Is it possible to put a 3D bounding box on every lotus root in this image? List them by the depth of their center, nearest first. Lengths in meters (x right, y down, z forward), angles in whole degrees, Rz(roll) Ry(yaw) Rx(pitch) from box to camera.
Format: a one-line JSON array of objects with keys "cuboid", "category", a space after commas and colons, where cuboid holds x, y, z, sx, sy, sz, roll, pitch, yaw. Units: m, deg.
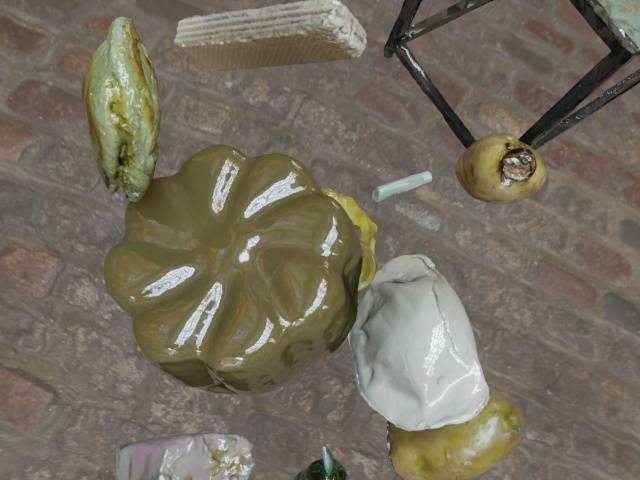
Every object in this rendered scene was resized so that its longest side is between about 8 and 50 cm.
[{"cuboid": [0.169, -0.065, 0.510, 0.072, 0.152, 0.063, 42, 91, 0], "category": "lotus root"}]

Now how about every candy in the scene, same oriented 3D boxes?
[{"cuboid": [-0.222, 0.390, 0.885, 0.185, 0.195, 0.137, 14, 64, -41], "category": "candy"}]

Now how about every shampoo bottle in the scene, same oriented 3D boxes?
[{"cuboid": [0.249, -0.166, 1.632, 0.191, 0.069, 0.041, -21, 69, -18], "category": "shampoo bottle"}]

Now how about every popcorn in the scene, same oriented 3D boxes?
[{"cuboid": [0.000, 0.000, 1.287, 0.286, 0.252, 0.215, -12, 30, -25], "category": "popcorn"}]

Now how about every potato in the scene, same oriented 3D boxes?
[{"cuboid": [0.291, 0.393, 1.111, 0.229, 0.266, 0.229, 10, 73, -34], "category": "potato"}]

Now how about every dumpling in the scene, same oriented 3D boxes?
[{"cuboid": [0.176, 0.201, 1.093, 0.260, 0.181, 0.341, -24, 78, 12], "category": "dumpling"}]

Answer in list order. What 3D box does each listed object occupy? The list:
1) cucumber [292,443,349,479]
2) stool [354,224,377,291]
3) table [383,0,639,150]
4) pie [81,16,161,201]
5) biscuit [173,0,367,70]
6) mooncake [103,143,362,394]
[{"cuboid": [-0.010, 0.237, 0.414, 0.056, 0.250, 0.056, 9, 29, -5], "category": "cucumber"}, {"cuboid": [0.051, 0.039, 1.060, 0.134, 0.110, 0.135, 19, 99, -3], "category": "stool"}, {"cuboid": [0.288, -0.269, 0.583, 0.335, 0.272, 0.222, -31, 80, -17], "category": "table"}, {"cuboid": [-0.252, -0.152, 0.684, 0.090, 0.248, 0.201, -2, 70, -20], "category": "pie"}, {"cuboid": [-0.116, -0.428, 1.132, 0.426, 0.144, 0.078, 7, 84, 32], "category": "biscuit"}, {"cuboid": [-0.123, 0.038, 0.815, 0.379, 0.201, 0.378, -4, 69, 9], "category": "mooncake"}]
